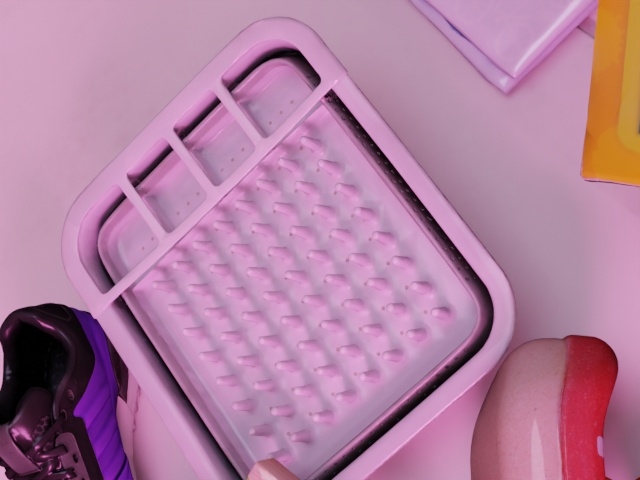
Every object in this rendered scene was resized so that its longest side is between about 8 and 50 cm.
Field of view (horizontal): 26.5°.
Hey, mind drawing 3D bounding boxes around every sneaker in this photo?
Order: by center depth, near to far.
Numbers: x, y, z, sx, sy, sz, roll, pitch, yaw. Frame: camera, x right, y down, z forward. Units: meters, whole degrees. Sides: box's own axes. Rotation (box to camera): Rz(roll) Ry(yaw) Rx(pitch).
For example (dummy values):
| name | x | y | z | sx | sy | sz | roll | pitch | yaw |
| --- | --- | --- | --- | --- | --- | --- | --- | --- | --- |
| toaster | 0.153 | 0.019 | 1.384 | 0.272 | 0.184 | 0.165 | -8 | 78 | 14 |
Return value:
| name | x | y | z | sx | sy | sz | roll | pitch | yaw |
| --- | --- | --- | --- | --- | --- | --- | --- | --- | --- |
| sneaker | -0.205 | 0.182 | 1.061 | 0.102 | 0.146 | 0.293 | -22 | 64 | 18 |

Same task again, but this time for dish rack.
| name | x | y | z | sx | sy | sz | roll | pitch | yaw |
| --- | --- | --- | --- | --- | --- | --- | --- | --- | --- |
| dish rack | -0.025 | 0.029 | 1.039 | 0.285 | 0.072 | 0.333 | -43 | 66 | 15 |

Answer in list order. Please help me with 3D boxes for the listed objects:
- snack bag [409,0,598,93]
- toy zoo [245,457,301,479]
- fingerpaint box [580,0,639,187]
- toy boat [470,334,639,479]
| name | x | y | z | sx | sy | sz | roll | pitch | yaw |
| --- | --- | --- | --- | --- | --- | --- | --- | --- | --- |
| snack bag | 0.162 | -0.336 | 1.119 | 0.323 | 0.037 | 0.342 | -44 | 60 | 7 |
| toy zoo | -0.044 | 0.329 | 0.964 | 0.192 | 0.030 | 0.293 | 36 | 103 | 24 |
| fingerpaint box | 0.359 | -0.231 | 0.746 | 0.371 | 0.163 | 0.444 | 12 | 102 | 45 |
| toy boat | 0.184 | 0.177 | 0.895 | 0.151 | 0.151 | 0.231 | 1 | 72 | -5 |
